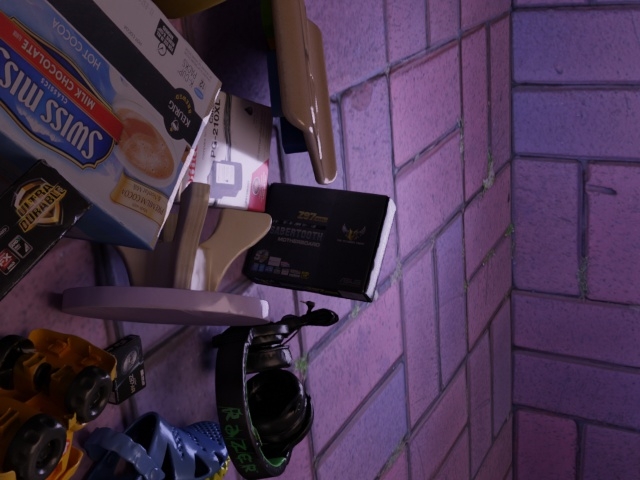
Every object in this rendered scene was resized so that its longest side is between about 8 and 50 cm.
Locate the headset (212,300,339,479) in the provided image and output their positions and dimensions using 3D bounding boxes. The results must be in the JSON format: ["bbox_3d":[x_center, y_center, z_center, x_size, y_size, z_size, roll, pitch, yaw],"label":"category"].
[{"bbox_3d":[-0.070,0.228,1.476,0.394,0.185,0.243,-75,151,-67],"label":"headset"}]

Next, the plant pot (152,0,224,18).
[{"bbox_3d":[-0.160,-0.459,1.143,0.239,0.254,0.254,59,43,-27],"label":"plant pot"}]

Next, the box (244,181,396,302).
[{"bbox_3d":[0.000,0.000,1.535,0.059,0.233,0.183,53,50,-61],"label":"box"}]

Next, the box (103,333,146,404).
[{"bbox_3d":[-0.284,0.186,1.260,0.067,0.018,0.083,-29,121,-57],"label":"box"}]

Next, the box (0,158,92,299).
[{"bbox_3d":[-0.372,0.089,0.793,0.073,0.295,0.293,45,47,-13],"label":"box"}]

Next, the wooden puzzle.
[{"bbox_3d":[-0.046,-0.281,1.433,0.348,0.080,0.322,53,30,-76],"label":"wooden puzzle"}]

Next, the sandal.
[{"bbox_3d":[-0.238,0.314,1.273,0.317,0.126,0.138,-12,103,-63],"label":"sandal"}]

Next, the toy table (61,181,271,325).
[{"bbox_3d":[-0.198,0.026,1.178,0.274,0.252,0.161,10,75,-30],"label":"toy table"}]

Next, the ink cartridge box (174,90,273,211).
[{"bbox_3d":[-0.176,-0.136,1.309,0.237,0.100,0.172,4,92,-63],"label":"ink cartridge box"}]

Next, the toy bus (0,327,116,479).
[{"bbox_3d":[-0.347,0.244,1.036,0.220,0.149,0.211,-50,151,-51],"label":"toy bus"}]

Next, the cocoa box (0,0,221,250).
[{"bbox_3d":[-0.309,-0.168,0.901,0.347,0.231,0.228,48,55,-55],"label":"cocoa box"}]
